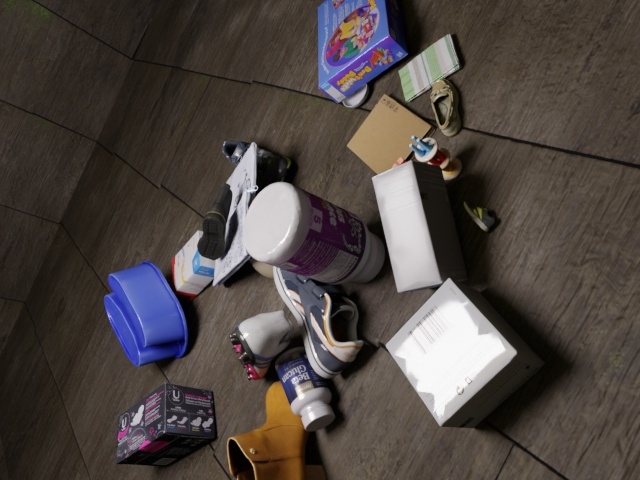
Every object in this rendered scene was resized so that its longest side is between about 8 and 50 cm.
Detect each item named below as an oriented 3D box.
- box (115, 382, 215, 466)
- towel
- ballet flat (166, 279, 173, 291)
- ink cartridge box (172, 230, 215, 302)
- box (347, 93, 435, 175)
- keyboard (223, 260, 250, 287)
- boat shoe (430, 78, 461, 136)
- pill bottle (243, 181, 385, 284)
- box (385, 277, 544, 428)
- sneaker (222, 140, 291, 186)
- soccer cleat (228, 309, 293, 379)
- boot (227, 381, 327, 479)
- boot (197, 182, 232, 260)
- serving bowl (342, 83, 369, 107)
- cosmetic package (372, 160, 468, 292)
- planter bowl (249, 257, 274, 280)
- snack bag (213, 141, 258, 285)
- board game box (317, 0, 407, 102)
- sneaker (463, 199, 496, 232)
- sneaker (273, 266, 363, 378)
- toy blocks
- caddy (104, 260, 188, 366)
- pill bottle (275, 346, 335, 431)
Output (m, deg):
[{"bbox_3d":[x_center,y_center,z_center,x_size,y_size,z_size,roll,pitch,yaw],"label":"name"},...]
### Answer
[{"bbox_3d":[-0.431,0.516,1.389,0.247,0.163,0.142,-37,47,29],"label":"box"},{"bbox_3d":[0.259,-0.409,1.192,0.152,0.023,0.113,-29,52,37],"label":"towel"},{"bbox_3d":[-0.561,0.214,1.733,0.206,0.073,0.067,-39,77,31],"label":"ballet flat"},{"bbox_3d":[-0.407,0.088,1.591,0.231,0.078,0.134,-41,48,36],"label":"ink cartridge box"},{"bbox_3d":[0.164,-0.249,1.216,0.164,0.021,0.201,-53,45,15],"label":"box"},{"bbox_3d":[-0.247,0.051,1.505,0.180,0.023,0.108,-44,53,22],"label":"keyboard"},{"bbox_3d":[0.273,-0.302,1.108,0.056,0.048,0.152,-21,59,38],"label":"boat shoe"},{"bbox_3d":[0.000,0.000,1.068,0.169,0.302,0.169,-19,61,39],"label":"pill bottle"},{"bbox_3d":[0.246,0.198,0.872,0.181,0.119,0.182,-51,45,17],"label":"box"},{"bbox_3d":[-0.200,-0.234,1.502,0.300,0.121,0.111,24,91,48],"label":"sneaker"},{"bbox_3d":[-0.129,0.250,1.185,0.116,0.143,0.331,59,163,15],"label":"soccer cleat"},{"bbox_3d":[-0.113,0.420,1.073,0.104,0.211,0.295,-49,45,18],"label":"boot"},{"bbox_3d":[-0.277,-0.047,1.368,0.197,0.077,0.136,121,165,-50],"label":"boot"},{"bbox_3d":[0.099,-0.390,1.336,0.083,0.027,0.083,-21,59,39],"label":"serving bowl"},{"bbox_3d":[0.194,-0.023,0.971,0.107,0.127,0.237,-22,78,37],"label":"cosmetic package"},{"bbox_3d":[-0.136,0.021,1.341,0.162,0.109,0.161,-19,61,39],"label":"planter bowl"},{"bbox_3d":[-0.242,-0.070,1.401,0.323,0.037,0.342,143,131,-58],"label":"snack bag"},{"bbox_3d":[0.102,-0.574,1.349,0.233,0.078,0.346,-26,51,36],"label":"board game box"},{"bbox_3d":[0.314,-0.052,0.980,0.035,0.031,0.083,-36,54,12],"label":"sneaker"},{"bbox_3d":[0.002,0.141,1.142,0.127,0.126,0.321,-44,58,29],"label":"sneaker"},{"bbox_3d":[0.206,-0.163,1.043,0.123,0.148,0.054,-22,58,38],"label":"toy blocks"},{"bbox_3d":[-0.539,0.227,1.582,0.341,0.179,0.241,52,135,24],"label":"caddy"},{"bbox_3d":[-0.032,0.331,1.114,0.094,0.094,0.169,-47,49,21],"label":"pill bottle"}]
